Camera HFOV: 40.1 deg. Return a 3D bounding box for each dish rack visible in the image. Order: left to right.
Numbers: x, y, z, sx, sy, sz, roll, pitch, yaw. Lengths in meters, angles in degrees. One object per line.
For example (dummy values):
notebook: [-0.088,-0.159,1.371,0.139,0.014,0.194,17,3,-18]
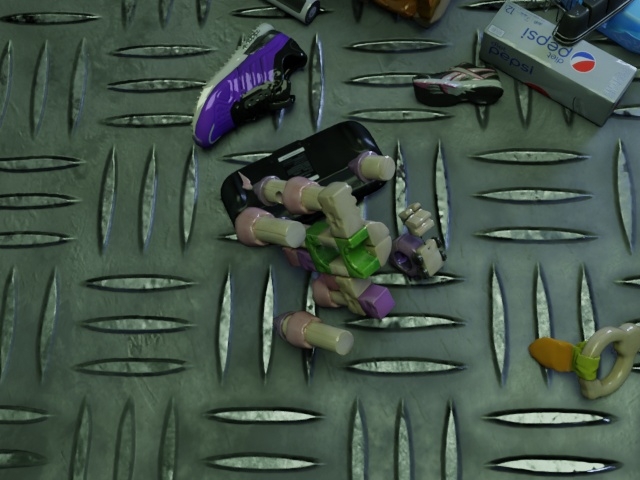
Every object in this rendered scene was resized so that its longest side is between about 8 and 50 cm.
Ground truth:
dish rack: [0.457,-0.524,1.685,0.208,0.074,0.271,-36,68,-17]

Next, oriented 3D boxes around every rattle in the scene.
rattle: [0.497,0.185,1.545,0.199,0.142,0.130,-35,104,-23]

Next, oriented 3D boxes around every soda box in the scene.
soda box: [0.453,-0.342,1.694,0.286,0.098,0.091,33,75,14]

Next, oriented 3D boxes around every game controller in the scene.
game controller: [-0.032,-0.116,1.686,0.319,0.067,0.166,-25,56,-4]

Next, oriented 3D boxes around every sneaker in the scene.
sneaker: [-0.130,-0.289,1.723,0.146,0.102,0.293,31,76,13]
sneaker: [0.267,-0.312,1.724,0.178,0.072,0.077,3,59,-2]

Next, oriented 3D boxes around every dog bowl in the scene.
dog bowl: [0.601,-0.481,1.743,0.297,0.074,0.166,39,78,16]

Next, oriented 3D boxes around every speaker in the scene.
speaker: [-0.070,-0.505,1.818,0.136,0.055,0.055,34,77,15]

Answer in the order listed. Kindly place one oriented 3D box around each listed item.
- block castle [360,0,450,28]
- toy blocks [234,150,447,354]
block castle: [0.072,-0.622,1.706,0.453,0.303,0.213,27,90,13]
toy blocks: [0.000,0.000,1.547,0.309,0.289,0.260,-40,30,-29]
